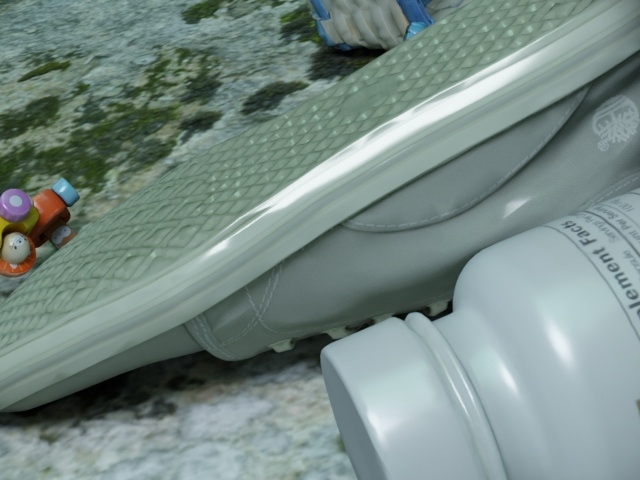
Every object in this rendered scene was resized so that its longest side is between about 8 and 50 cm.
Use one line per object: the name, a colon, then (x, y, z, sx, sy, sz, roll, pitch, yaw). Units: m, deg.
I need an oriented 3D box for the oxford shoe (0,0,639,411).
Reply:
oxford shoe: (0.000, 0.000, 0.703, 0.449, 0.130, 0.169, -27, 24, 10)

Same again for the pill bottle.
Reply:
pill bottle: (0.124, 0.051, 0.535, 0.229, 0.131, 0.131, -21, 29, -9)

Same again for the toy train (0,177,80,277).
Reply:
toy train: (-0.209, 0.024, 0.811, 0.166, 0.046, 0.125, -44, -1, -15)

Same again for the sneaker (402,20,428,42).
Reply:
sneaker: (0.091, -0.092, 0.885, 0.083, 0.071, 0.190, 2, 34, 5)

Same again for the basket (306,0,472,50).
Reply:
basket: (0.121, -0.262, 1.009, 0.289, 0.201, 0.255, -2, 28, 42)
